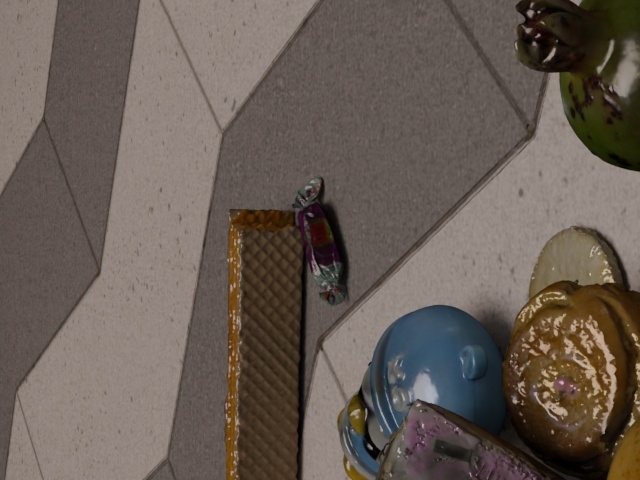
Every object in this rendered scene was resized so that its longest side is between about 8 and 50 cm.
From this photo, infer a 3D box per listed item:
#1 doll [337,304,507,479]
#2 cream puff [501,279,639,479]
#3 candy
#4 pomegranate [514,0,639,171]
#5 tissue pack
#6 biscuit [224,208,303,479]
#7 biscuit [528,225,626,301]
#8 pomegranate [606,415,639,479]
[{"bbox_3d":[0.102,0.173,1.784,0.314,0.141,0.177,133,133,-57],"label":"doll"},{"bbox_3d":[0.251,0.127,1.506,0.189,0.129,0.189,8,100,50],"label":"cream puff"},{"bbox_3d":[0.000,0.000,2.081,0.043,0.045,0.175,67,-174,-66],"label":"candy"},{"bbox_3d":[0.266,-0.162,1.401,0.179,0.210,0.179,-35,27,21],"label":"pomegranate"},{"bbox_3d":[0.145,0.247,1.542,0.123,0.215,0.256,-59,-4,-10],"label":"tissue pack"},{"bbox_3d":[-0.072,0.150,2.169,0.054,0.094,0.378,-169,80,-68],"label":"biscuit"},{"bbox_3d":[0.245,0.060,1.631,0.152,0.020,0.152,3,93,63],"label":"biscuit"},{"bbox_3d":[0.319,0.222,1.288,0.233,0.233,0.233,3,94,62],"label":"pomegranate"}]
